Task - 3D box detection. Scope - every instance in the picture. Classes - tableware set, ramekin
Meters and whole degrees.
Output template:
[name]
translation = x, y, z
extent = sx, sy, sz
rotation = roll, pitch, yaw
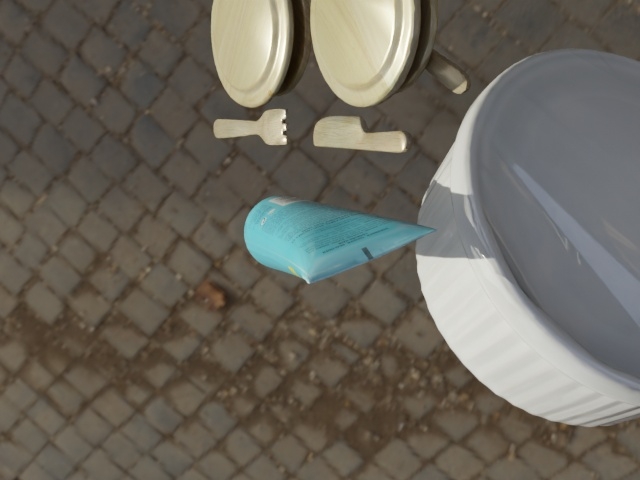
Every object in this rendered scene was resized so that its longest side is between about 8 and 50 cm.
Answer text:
[tableware set]
translation = 0.002, -0.114, 0.648
extent = 0.194, 0.039, 0.128
rotation = 10, 103, 56
[ramekin]
translation = 0.191, 0.008, 0.887
extent = 0.273, 0.273, 0.127
rotation = 40, 143, -2

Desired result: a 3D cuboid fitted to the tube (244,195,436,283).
[tube]
translation = 0.000, 0.000, 0.788
extent = 0.080, 0.207, 0.052
rotation = -27, 101, -13
